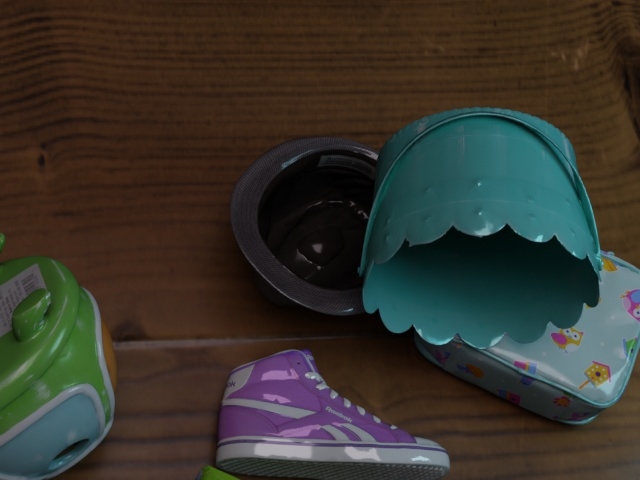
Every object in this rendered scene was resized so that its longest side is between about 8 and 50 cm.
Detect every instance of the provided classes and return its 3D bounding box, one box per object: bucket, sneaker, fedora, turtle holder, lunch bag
[{"bbox_3d":[0.183,-0.015,1.878,0.281,0.281,0.183,5,58,-8],"label":"bucket"},{"bbox_3d":[0.020,0.206,1.947,0.282,0.102,0.161,8,62,-7],"label":"sneaker"},{"bbox_3d":[0.000,0.000,2.020,0.243,0.124,0.275,40,55,6],"label":"fedora"},{"bbox_3d":[-0.368,0.178,1.806,0.243,0.227,0.320,13,57,44],"label":"turtle holder"},{"bbox_3d":[0.274,0.092,2.040,0.279,0.108,0.224,24,62,1],"label":"lunch bag"}]

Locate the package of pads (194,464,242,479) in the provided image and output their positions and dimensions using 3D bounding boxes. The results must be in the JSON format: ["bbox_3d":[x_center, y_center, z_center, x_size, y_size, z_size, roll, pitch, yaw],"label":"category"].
[{"bbox_3d":[-0.049,0.422,1.835,0.296,0.101,0.229,24,63,2],"label":"package of pads"}]
